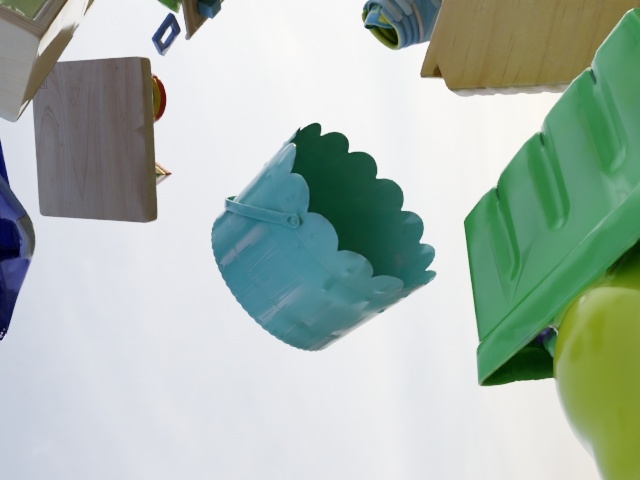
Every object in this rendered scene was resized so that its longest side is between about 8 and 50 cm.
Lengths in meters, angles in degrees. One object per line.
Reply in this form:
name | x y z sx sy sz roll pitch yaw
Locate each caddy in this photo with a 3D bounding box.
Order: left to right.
caddy | -0.466 -0.008 1.217 0.341 0.179 0.241 102 164 -52

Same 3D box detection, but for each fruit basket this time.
fruit basket | 0.291 0.048 0.741 0.282 0.392 0.392 -5 -80 -26

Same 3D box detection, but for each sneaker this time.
sneaker | 0.163 -0.551 1.951 0.208 0.127 0.319 -27 -71 -25

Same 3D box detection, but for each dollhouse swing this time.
dollhouse swing | 0.384 -0.281 1.223 0.304 0.346 0.315 25 -100 -38

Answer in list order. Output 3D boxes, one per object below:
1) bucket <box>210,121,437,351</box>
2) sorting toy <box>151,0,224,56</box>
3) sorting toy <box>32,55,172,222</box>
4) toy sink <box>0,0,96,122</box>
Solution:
bucket | 0.000 0.000 1.246 0.281 0.183 0.281 39 -153 -25
sorting toy | -0.185 -0.474 1.677 0.348 0.047 0.196 -56 -12 -26
sorting toy | -0.352 -0.166 1.535 0.089 0.255 0.257 -12 -76 -56
toy sink | -0.307 -0.259 0.906 0.131 0.152 0.234 -52 15 45
